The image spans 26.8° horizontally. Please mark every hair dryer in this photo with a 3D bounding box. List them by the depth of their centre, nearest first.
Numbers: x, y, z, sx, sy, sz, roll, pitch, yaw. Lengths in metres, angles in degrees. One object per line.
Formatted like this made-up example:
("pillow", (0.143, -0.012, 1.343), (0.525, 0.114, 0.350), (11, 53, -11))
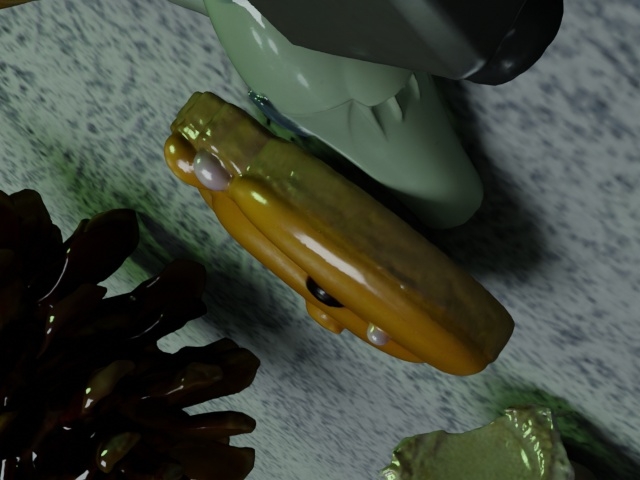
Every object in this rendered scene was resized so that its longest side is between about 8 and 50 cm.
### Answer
("hair dryer", (-0.018, -0.071, 0.524), (0.167, 0.067, 0.199), (46, 169, -34))

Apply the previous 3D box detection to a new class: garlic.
("garlic", (0.099, 0.177, 0.718), (0.127, 0.131, 0.194), (60, 169, 29))

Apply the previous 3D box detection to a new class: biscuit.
("biscuit", (-0.002, 0.003, 0.575), (0.170, 0.050, 0.170), (36, 175, 4))

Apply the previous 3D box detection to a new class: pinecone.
("pinecone", (-0.152, 0.103, 0.825), (0.264, 0.264, 0.264), (32, 158, 15))

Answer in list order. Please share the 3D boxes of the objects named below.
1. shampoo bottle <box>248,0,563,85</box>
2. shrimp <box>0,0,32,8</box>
("shampoo bottle", (-0.013, -0.120, 0.317), (0.079, 0.080, 0.246), (20, 165, 45))
("shrimp", (-0.223, -0.204, 0.522), (0.445, 0.085, 0.272), (10, 137, 54))
